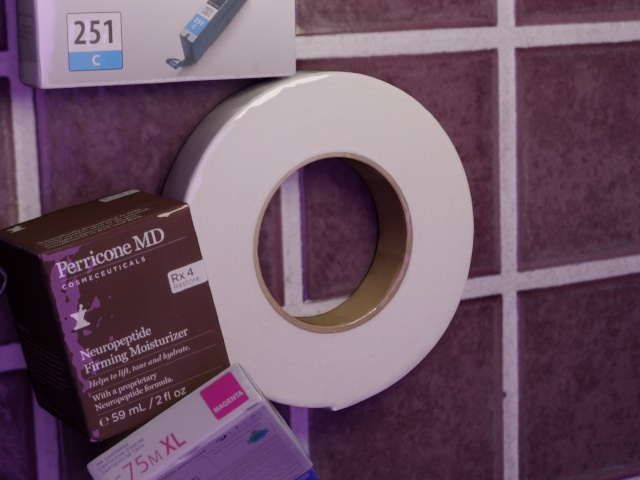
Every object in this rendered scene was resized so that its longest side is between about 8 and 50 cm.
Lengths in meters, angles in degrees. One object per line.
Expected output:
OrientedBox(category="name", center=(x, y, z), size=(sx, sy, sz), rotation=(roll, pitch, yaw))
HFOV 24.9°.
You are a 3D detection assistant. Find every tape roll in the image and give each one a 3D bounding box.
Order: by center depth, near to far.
OrientedBox(category="tape roll", center=(0.000, 0.000, 1.659), size=(0.392, 0.072, 0.392), rotation=(-4, 99, -29))

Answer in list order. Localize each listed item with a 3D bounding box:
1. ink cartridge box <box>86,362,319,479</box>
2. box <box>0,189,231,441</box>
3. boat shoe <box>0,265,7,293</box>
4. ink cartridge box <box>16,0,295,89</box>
OrientedBox(category="ink cartridge box", center=(-0.114, 0.247, 1.549), size=(0.186, 0.065, 0.311), rotation=(-34, 153, -4))
OrientedBox(category="box", center=(-0.216, 0.072, 1.493), size=(0.168, 0.167, 0.203), rotation=(-20, 107, -25))
OrientedBox(category="boat shoe", center=(-0.415, 0.077, 1.439), size=(0.219, 0.070, 0.078), rotation=(-33, 112, -20))
OrientedBox(category="ink cartridge box", center=(-0.171, -0.297, 1.521), size=(0.296, 0.066, 0.261), rotation=(-7, 102, -28))
